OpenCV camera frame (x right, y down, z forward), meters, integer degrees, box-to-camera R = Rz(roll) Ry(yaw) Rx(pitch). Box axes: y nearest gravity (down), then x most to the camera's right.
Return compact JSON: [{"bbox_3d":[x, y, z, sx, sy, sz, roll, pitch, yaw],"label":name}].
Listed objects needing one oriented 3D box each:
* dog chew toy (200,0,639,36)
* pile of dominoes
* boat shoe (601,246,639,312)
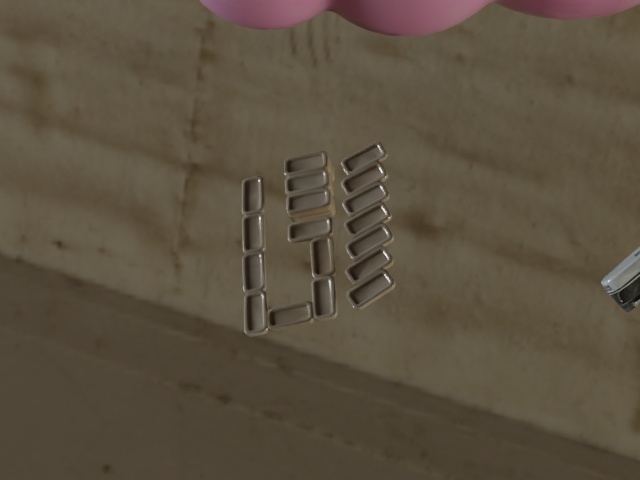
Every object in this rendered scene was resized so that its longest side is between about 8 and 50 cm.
[{"bbox_3d":[0.065,-0.211,0.734,0.332,0.206,0.206,-15,-153,-2],"label":"dog chew toy"},{"bbox_3d":[0.000,0.000,1.594,0.196,0.040,0.251,-11,-123,13],"label":"pile of dominoes"},{"bbox_3d":[0.531,0.022,1.927,0.070,0.219,0.078,50,-169,-3],"label":"boat shoe"}]
